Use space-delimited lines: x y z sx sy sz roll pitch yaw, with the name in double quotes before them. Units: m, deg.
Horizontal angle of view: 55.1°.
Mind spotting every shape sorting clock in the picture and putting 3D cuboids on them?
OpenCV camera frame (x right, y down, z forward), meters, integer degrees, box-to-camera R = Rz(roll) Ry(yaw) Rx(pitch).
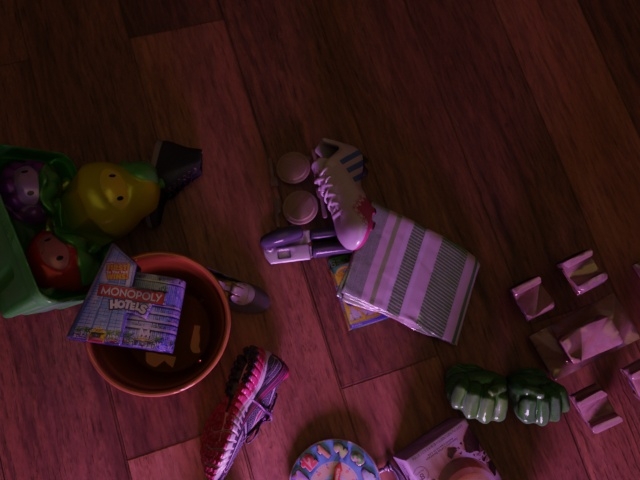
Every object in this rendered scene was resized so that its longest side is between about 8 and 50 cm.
"shape sorting clock" 0.031 0.541 1.340 0.206 0.040 0.206 -1 71 4

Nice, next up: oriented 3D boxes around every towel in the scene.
"towel" 0.218 0.083 1.458 0.324 0.038 0.248 25 75 -14

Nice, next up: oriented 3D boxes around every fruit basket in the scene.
"fruit basket" -0.530 -0.052 1.303 0.392 0.283 0.392 1 92 23

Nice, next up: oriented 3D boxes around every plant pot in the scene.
"plant pot" -0.337 0.187 1.316 0.290 0.203 0.291 2 75 -7

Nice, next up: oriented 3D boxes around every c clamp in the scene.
"c clamp" 0.113 0.548 1.373 0.160 0.022 0.137 -15 78 -10

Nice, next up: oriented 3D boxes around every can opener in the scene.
"can opener" 0.000 0.000 1.457 0.283 0.095 0.076 -7 76 -1

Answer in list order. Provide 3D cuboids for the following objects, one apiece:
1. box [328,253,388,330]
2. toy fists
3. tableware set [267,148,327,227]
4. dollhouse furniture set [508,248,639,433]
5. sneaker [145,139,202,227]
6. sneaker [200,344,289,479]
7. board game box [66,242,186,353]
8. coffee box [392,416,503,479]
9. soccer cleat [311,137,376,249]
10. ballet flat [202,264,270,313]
"box" 0.091 0.114 1.469 0.105 0.043 0.179 -16 77 -11
"toy fists" 0.421 0.346 1.384 0.279 0.142 0.096 5 114 -6
"tableware set" -0.056 -0.126 1.515 0.128 0.039 0.194 -11 71 3
"dollhouse furniture set" 0.705 0.189 1.469 0.394 0.256 0.362 -30 80 9
"sneaker" -0.348 -0.133 1.457 0.118 0.083 0.222 7 74 -5
"sneaker" -0.164 0.386 1.338 0.112 0.121 0.299 30 81 -30
"board game box" -0.370 0.110 1.196 0.194 0.060 0.194 8 76 -4
"coffee box" 0.316 0.562 1.342 0.168 0.119 0.297 -30 81 -14
"soccer cleat" 0.039 -0.113 1.425 0.143 0.116 0.331 23 39 -22
"ballet flat" -0.218 0.114 1.419 0.213 0.068 0.072 21 75 -1
